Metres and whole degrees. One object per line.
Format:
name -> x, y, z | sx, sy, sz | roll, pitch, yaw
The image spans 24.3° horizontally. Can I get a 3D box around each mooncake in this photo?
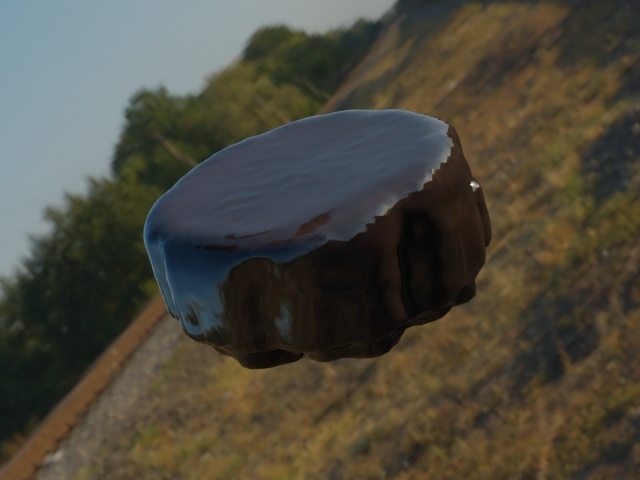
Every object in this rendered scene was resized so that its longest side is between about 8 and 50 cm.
mooncake -> 0.000, 0.000, 1.241 | 0.283, 0.141, 0.283 | -14, 23, 6
